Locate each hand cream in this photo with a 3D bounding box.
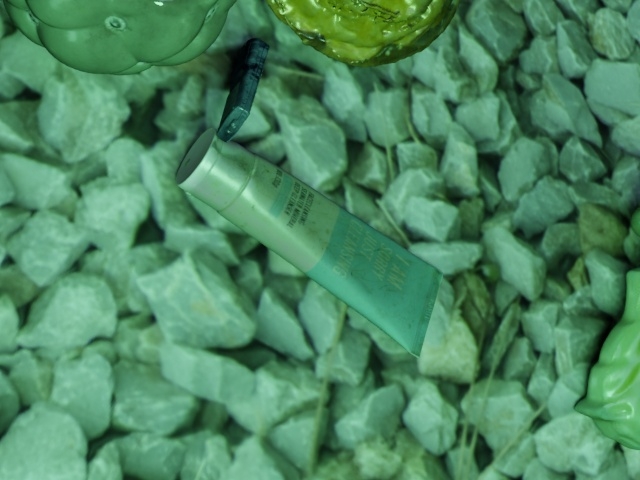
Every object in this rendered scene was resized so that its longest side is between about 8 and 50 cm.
[{"bbox_3d":[0.000,0.000,1.216,0.312,0.070,0.111,32,55,-21],"label":"hand cream"}]

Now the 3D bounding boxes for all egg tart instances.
[{"bbox_3d":[0.064,-0.320,1.228,0.297,0.132,0.297,-9,106,-32],"label":"egg tart"}]

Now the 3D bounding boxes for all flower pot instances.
[{"bbox_3d":[-0.185,-0.270,1.103,0.246,0.195,0.246,4,80,-26],"label":"flower pot"}]

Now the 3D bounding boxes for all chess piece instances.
[{"bbox_3d":[0.406,0.097,1.363,0.175,0.176,0.298,22,84,-21],"label":"chess piece"}]

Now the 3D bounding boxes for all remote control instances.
[{"bbox_3d":[-0.076,-0.154,1.190,0.027,0.043,0.152,34,33,-20],"label":"remote control"}]
